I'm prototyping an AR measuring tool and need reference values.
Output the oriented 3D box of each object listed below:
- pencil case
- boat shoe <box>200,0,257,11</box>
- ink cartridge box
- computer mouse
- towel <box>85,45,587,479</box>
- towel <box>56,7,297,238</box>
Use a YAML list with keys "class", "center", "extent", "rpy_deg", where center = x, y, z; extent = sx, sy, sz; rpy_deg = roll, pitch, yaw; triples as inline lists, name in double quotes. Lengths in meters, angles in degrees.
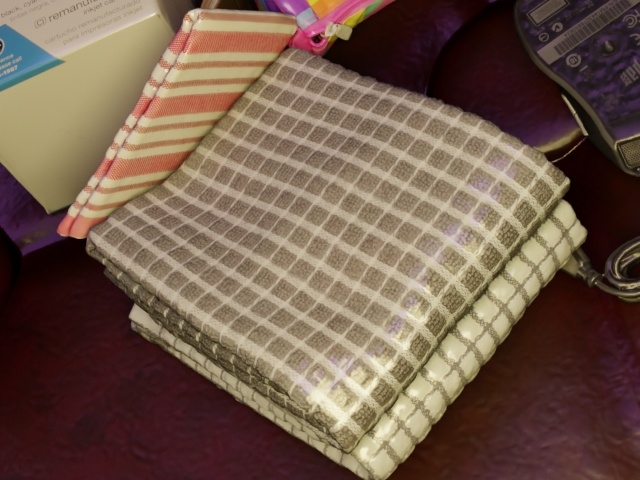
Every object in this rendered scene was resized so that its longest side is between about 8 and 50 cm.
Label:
- class: "pencil case"
  center: [0.050, -0.233, 1.081]
  extent: [0.236, 0.104, 0.104]
  rpy_deg: [-38, 58, -6]
- class: "boat shoe"
  center: [-0.071, -0.225, 1.151]
  extent: [0.045, 0.050, 0.135]
  rpy_deg: [11, 57, 27]
- class: "ink cartridge box"
  center: [-0.197, -0.181, 1.093]
  extent: [0.171, 0.168, 0.232]
  rpy_deg: [-24, 57, 6]
- class: "computer mouse"
  center: [0.204, -0.074, 0.978]
  extent: [0.184, 0.060, 0.262]
  rpy_deg: [-40, 61, 4]
- class: "towel"
  center: [0.000, 0.000, 0.937]
  extent: [0.284, 0.121, 0.235]
  rpy_deg: [29, 73, 39]
- class: "towel"
  center: [-0.103, -0.087, 0.988]
  extent: [0.029, 0.144, 0.197]
  rpy_deg: [40, 111, 14]
